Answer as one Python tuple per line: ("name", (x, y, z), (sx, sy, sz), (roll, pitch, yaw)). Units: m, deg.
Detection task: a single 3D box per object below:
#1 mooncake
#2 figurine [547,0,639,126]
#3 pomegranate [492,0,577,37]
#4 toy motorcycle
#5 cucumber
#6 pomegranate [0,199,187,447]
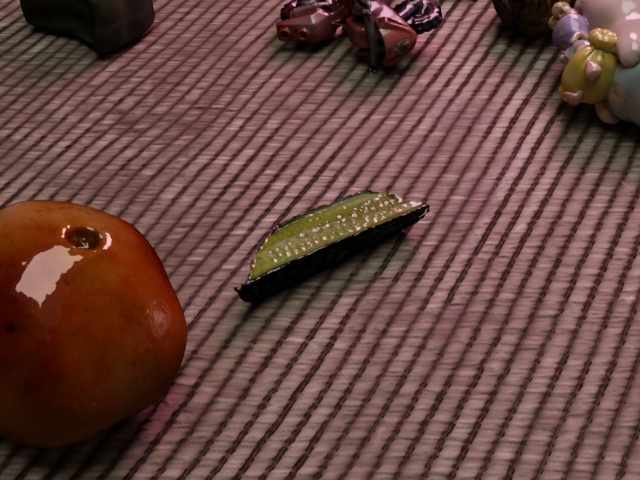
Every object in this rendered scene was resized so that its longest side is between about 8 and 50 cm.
("mooncake", (-0.307, -0.319, 1.237), (0.175, 0.104, 0.168), (-3, 51, 3))
("figurine", (0.356, -0.187, 1.068), (0.155, 0.127, 0.236), (9, 46, -15))
("pomegranate", (0.286, -0.321, 1.189), (0.138, 0.126, 0.163), (7, 2, 2))
("toy motorcycle", (0.042, -0.272, 1.191), (0.212, 0.084, 0.118), (5, 46, 18))
("cucumber", (0.000, 0.000, 0.949), (0.220, 0.046, 0.070), (-23, 47, -22))
("pomegranate", (-0.214, 0.070, 0.778), (0.209, 0.209, 0.209), (-1, 45, 1))
